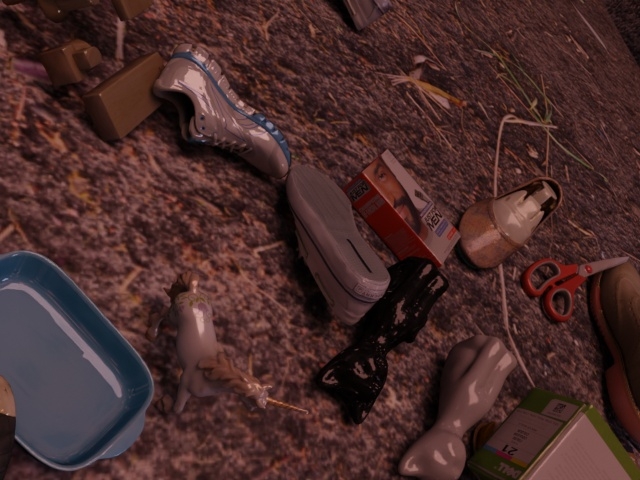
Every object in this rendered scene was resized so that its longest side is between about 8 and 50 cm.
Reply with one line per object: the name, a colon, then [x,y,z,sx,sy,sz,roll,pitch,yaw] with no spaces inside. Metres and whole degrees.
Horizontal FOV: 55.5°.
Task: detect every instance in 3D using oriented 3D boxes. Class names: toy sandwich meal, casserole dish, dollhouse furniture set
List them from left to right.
casserole dish: [-0.215,0.093,0.469,0.188,0.037,0.114,49,40,-4]
dollhouse furniture set: [-0.257,-0.204,0.658,0.144,0.123,0.151,-62,143,-47]
toy sandwich meal: [0.221,0.263,0.750,0.085,0.029,0.086,24,47,-29]

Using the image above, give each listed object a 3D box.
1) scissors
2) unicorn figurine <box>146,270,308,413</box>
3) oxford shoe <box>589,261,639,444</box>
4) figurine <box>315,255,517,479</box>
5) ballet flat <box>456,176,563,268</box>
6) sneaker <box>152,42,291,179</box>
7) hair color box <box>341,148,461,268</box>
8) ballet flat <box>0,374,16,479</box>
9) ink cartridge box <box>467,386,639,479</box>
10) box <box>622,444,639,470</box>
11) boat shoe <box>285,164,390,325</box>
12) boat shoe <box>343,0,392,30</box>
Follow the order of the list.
scissors: [0.464,0.048,1.093,0.297,0.021,0.109,-28,78,-35]
unicorn figurine: [-0.099,0.099,0.513,0.060,0.111,0.162,-16,73,-48]
oxford shoe: [0.582,0.165,1.065,0.140,0.146,0.397,32,40,-18]
figurine: [0.113,0.161,0.697,0.215,0.092,0.209,48,48,-5]
ballet flat: [0.330,-0.048,1.025,0.108,0.106,0.316,54,40,4]
sneaker: [-0.116,-0.129,0.704,0.190,0.071,0.083,43,57,-21]
hair color box: [0.116,-0.038,0.861,0.167,0.053,0.093,48,41,-2]
ballet flat: [-0.233,0.162,0.367,0.057,0.049,0.173,21,58,-13]
ink cartridge box: [0.235,0.322,0.667,0.255,0.097,0.189,-41,101,-16]
box: [0.409,0.354,0.855,0.225,0.036,0.137,20,49,-34]
boat shoe: [0.000,0.000,0.710,0.083,0.076,0.226,12,34,-31]
boat shoe: [0.019,-0.502,1.090,0.268,0.088,0.096,52,16,-8]
